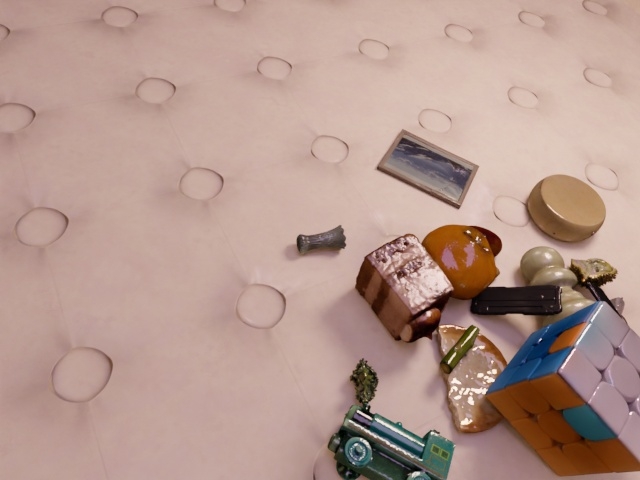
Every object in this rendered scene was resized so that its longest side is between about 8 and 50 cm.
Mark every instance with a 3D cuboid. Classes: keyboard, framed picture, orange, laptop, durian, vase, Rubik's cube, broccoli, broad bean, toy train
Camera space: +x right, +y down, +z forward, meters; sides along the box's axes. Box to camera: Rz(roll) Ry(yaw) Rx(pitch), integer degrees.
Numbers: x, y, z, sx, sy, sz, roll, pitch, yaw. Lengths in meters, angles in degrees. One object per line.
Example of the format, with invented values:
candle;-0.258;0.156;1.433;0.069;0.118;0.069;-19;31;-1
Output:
keyboard;0.591;0.183;1.546;0.262;0.016;0.106;-5;47;29
framed picture;0.411;-0.276;1.919;0.334;0.022;0.247;28;55;9
orange;0.424;0.060;1.555;0.248;0.183;0.249;19;38;-16
laptop;0.888;0.220;1.554;0.135;0.016;0.197;19;41;-41
durian;0.881;0.116;1.655;0.146;0.103;0.208;6;12;34
vase;0.000;0.000;1.615;0.148;0.081;0.081;-9;57;-13
Rubik's cube;0.668;0.384;1.307;0.290;0.292;0.291;-36;80;-32
broccoli;0.115;0.377;1.359;0.095;0.092;0.097;37;83;32
broad bean;0.531;0.004;1.709;0.165;0.084;0.114;24;70;-1
toy train;0.173;0.525;1.254;0.298;0.120;0.194;27;47;8

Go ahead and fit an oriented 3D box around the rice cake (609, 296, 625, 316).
rice cake;0.901;0.275;1.603;0.270;0.055;0.049;-47;113;-33

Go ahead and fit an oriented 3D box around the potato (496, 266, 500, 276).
potato;0.546;0.107;1.661;0.083;0.040;0.051;-11;67;-16

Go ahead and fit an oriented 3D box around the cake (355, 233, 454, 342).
cake;0.261;0.151;1.479;0.198;0.196;0.293;-23;61;-26

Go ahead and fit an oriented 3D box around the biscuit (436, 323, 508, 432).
biscuit;0.442;0.386;1.444;0.204;0.040;0.309;2;55;-9

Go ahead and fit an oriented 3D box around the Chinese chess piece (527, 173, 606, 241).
Chinese chess piece;0.891;-0.119;1.850;0.273;0.102;0.273;6;53;-7

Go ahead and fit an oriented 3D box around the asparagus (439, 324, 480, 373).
asparagus;0.397;0.306;1.443;0.178;0.041;0.045;-38;93;-34

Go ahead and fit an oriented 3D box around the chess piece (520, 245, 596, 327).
chess piece;0.742;0.160;1.593;0.182;0.182;0.331;-3;51;-12
